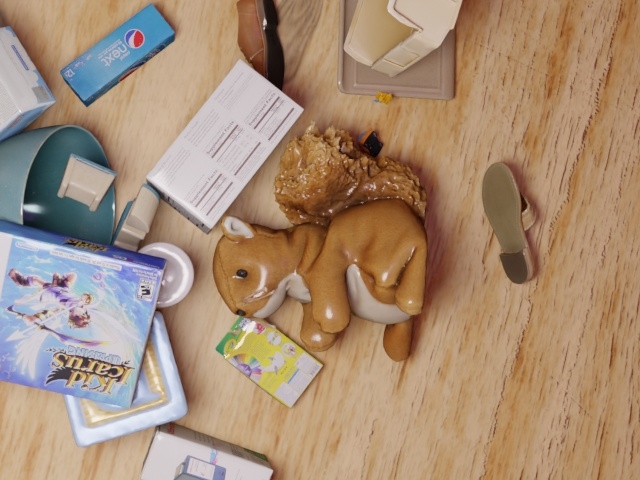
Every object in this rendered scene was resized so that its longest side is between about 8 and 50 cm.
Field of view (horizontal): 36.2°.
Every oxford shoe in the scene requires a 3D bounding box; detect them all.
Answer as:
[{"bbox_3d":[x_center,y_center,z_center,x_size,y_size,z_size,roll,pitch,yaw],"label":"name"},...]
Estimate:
[{"bbox_3d":[-0.116,-0.355,1.846,0.076,0.076,0.212,-8,90,21],"label":"oxford shoe"}]

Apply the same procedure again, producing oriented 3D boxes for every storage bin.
[{"bbox_3d":[0.161,-0.451,1.744,0.123,0.262,0.260,20,82,-13],"label":"storage bin"}]

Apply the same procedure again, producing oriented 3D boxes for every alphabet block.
[{"bbox_3d":[-0.344,0.232,1.701,0.194,0.197,0.192,-14,88,-9],"label":"alphabet block"}]

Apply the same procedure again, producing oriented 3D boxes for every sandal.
[{"bbox_3d":[0.381,-0.040,1.900,0.079,0.088,0.240,-18,97,-40],"label":"sandal"}]

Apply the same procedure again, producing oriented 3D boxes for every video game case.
[{"bbox_3d":[-0.399,0.118,1.527,0.270,0.061,0.244,14,108,-7],"label":"video game case"}]

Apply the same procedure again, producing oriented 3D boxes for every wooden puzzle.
[{"bbox_3d":[0.147,-0.384,1.893,0.239,0.044,0.220,3,86,-13],"label":"wooden puzzle"}]

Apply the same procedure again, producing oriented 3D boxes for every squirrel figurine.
[{"bbox_3d":[0.000,0.000,1.767,0.371,0.281,0.396,5,72,2],"label":"squirrel figurine"}]

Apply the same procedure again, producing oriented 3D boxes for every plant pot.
[{"bbox_3d":[-0.507,-0.055,1.676,0.196,0.290,0.290,3,86,17],"label":"plant pot"}]

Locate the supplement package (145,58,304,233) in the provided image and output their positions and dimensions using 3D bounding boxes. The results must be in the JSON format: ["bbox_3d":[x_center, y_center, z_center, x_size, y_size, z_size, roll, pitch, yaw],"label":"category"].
[{"bbox_3d":[-0.175,-0.160,1.745,0.145,0.204,0.262,38,82,-5],"label":"supplement package"}]

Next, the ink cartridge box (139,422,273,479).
[{"bbox_3d":[-0.203,0.398,1.733,0.212,0.154,0.093,23,85,-7],"label":"ink cartridge box"}]

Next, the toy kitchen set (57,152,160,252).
[{"bbox_3d":[-0.371,-0.064,1.687,0.166,0.207,0.122,24,56,-13],"label":"toy kitchen set"}]

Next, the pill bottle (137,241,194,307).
[{"bbox_3d":[-0.279,0.062,1.725,0.112,0.187,0.112,1,87,-9],"label":"pill bottle"}]

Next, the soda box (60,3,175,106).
[{"bbox_3d":[-0.370,-0.338,1.796,0.210,0.067,0.071,-39,93,-8],"label":"soda box"}]

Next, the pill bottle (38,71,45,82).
[{"bbox_3d":[-0.520,-0.269,1.745,0.065,0.116,0.065,1,86,-8],"label":"pill bottle"}]

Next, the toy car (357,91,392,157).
[{"bbox_3d":[0.106,-0.221,1.872,0.041,0.060,0.122,25,90,37],"label":"toy car"}]

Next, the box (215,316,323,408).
[{"bbox_3d":[-0.098,0.217,1.817,0.179,0.043,0.105,39,82,-7],"label":"box"}]

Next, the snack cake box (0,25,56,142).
[{"bbox_3d":[-0.588,-0.226,1.670,0.264,0.089,0.152,-30,94,34],"label":"snack cake box"}]
